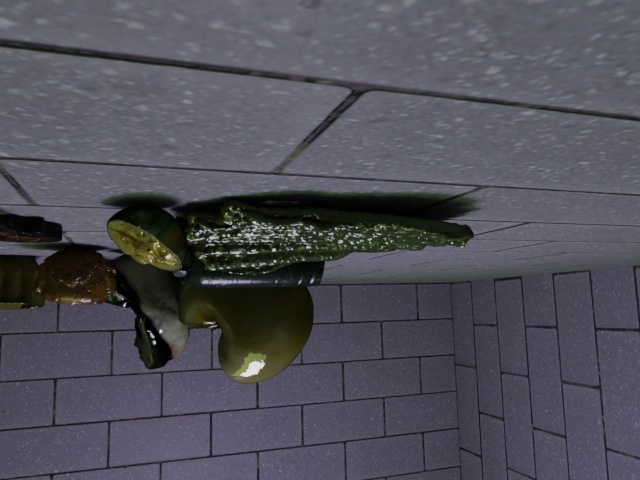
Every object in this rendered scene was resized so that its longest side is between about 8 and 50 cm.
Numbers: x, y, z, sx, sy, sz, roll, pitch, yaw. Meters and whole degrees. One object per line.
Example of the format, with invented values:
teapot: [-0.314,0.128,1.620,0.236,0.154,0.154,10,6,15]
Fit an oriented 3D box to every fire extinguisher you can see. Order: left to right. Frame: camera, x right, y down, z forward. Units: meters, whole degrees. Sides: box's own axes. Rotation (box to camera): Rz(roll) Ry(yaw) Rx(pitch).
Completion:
fire extinguisher: [-0.145,0.037,0.990,0.311,0.095,0.114,1,150,-23]

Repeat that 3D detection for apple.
apple: [-0.146,0.141,1.181,0.258,0.295,0.233,-20,151,-48]

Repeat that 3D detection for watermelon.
watermelon: [-0.210,-0.008,0.676,0.105,0.062,0.105,22,149,14]

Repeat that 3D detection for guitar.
guitar: [-0.413,-0.022,0.714,0.088,0.025,0.233,0,172,-13]

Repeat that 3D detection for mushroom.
mushroom: [-0.402,0.166,1.292,0.130,0.344,0.247,-19,-135,-24]

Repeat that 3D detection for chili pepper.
chili pepper: [-0.566,0.110,1.372,0.148,0.116,0.264,3,173,9]

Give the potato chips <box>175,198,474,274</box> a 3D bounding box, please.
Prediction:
potato chips: [0.000,0.000,0.809,0.429,0.070,0.358,0,171,-13]

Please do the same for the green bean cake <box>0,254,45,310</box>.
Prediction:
green bean cake: [-0.778,0.103,1.250,0.236,0.124,0.233,3,171,-34]

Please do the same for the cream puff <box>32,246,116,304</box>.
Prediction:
cream puff: [-0.492,0.071,1.087,0.150,0.115,0.165,8,179,-20]

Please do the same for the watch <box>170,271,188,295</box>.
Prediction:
watch: [-0.393,0.099,1.416,0.152,0.131,0.165,17,177,1]
